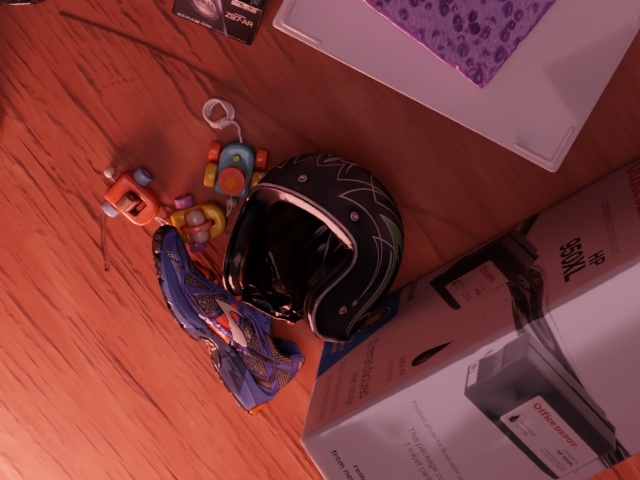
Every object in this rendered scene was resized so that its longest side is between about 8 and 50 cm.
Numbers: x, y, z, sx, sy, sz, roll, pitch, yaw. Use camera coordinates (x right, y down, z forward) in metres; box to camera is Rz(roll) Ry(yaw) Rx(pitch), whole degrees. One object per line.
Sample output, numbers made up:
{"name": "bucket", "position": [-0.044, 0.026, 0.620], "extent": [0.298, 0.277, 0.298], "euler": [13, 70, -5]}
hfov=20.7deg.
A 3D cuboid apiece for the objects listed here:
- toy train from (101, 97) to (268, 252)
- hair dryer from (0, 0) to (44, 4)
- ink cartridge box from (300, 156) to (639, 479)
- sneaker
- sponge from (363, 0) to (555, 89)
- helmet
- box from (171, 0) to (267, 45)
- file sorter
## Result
{"name": "toy train", "position": [-0.131, -0.054, 1.706], "extent": [0.166, 0.046, 0.125], "euler": [-39, 101, 16]}
{"name": "hair dryer", "position": [-0.189, -0.287, 1.592], "extent": [0.293, 0.223, 0.080], "euler": [-5, 82, -8]}
{"name": "ink cartridge box", "position": [0.199, 0.100, 1.599], "extent": [0.395, 0.285, 0.166], "euler": [-30, 102, 13]}
{"name": "sneaker", "position": [-0.093, 0.066, 1.727], "extent": [0.087, 0.083, 0.221], "euler": [-33, 117, 2]}
{"name": "sponge", "position": [0.088, -0.232, 1.453], "extent": [0.210, 0.031, 0.117], "euler": [36, 105, -7]}
{"name": "helmet", "position": [0.000, 0.000, 1.648], "extent": [0.169, 0.169, 0.161], "euler": [22, 94, -2]}
{"name": "box", "position": [-0.095, -0.221, 1.642], "extent": [0.083, 0.067, 0.018], "euler": [22, 64, -3]}
{"name": "file sorter", "position": [0.131, -0.226, 1.559], "extent": [0.277, 0.173, 0.193], "euler": [27, 107, -4]}
